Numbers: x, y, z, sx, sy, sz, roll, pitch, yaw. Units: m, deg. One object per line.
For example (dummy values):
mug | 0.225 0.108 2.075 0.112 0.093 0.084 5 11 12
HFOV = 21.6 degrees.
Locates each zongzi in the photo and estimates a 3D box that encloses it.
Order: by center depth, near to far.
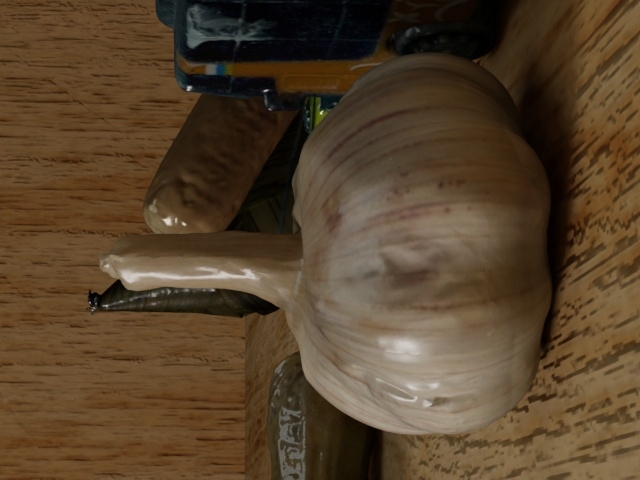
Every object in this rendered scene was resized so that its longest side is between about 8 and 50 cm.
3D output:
zongzi | -0.067 -0.042 1.336 0.112 0.242 0.221 90 174 -59

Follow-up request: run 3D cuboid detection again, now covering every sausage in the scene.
sausage | -0.019 -0.121 1.083 0.301 0.066 0.066 -56 -6 -22

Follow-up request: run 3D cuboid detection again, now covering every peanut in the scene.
peanut | 0.003 0.190 1.380 0.099 0.090 0.214 -23 63 50

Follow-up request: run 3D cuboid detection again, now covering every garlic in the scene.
garlic | 0.000 0.000 0.853 0.199 0.226 0.199 -179 90 -89

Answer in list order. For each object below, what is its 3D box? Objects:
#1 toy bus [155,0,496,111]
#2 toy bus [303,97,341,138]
toy bus | 0.011 -0.193 0.905 0.323 0.194 0.161 116 153 -74
toy bus | 0.028 -0.129 1.202 0.175 0.088 0.101 -99 12 -59
